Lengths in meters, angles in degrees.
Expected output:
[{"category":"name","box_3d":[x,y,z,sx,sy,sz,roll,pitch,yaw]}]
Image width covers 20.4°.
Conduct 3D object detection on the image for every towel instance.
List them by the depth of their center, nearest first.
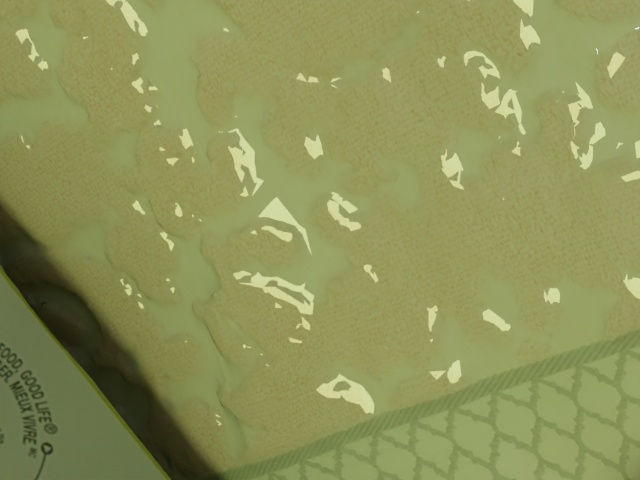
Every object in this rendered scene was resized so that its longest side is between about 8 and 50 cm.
[{"category":"towel","box_3d":[0.000,0.000,0.550,0.332,0.053,0.317,-24,98,43]}]

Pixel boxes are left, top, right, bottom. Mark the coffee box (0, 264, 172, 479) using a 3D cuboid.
[{"category":"coffee box","box_3d":[-0.263,0.172,0.606,0.338,0.334,0.337,50,139,3]}]
